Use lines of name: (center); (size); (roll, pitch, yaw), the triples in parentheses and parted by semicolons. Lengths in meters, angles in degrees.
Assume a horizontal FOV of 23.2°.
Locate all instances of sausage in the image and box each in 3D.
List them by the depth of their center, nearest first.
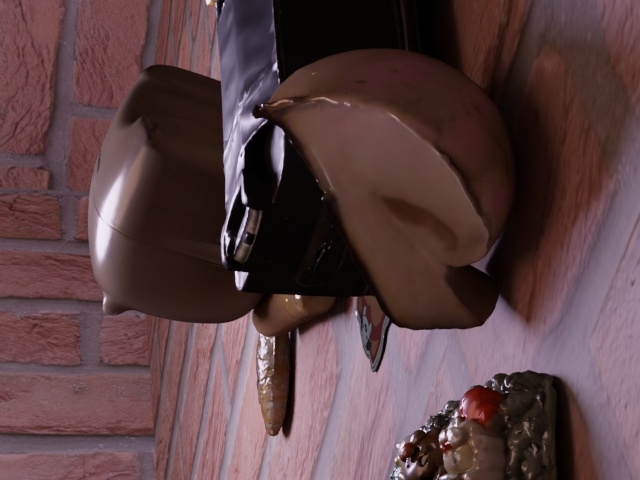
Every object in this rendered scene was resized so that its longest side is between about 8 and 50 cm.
sausage: (-0.031, 0.076, 1.930); (0.301, 0.066, 0.065); (149, 123, -74)

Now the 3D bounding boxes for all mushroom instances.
mushroom: (0.103, -0.066, 1.231); (0.162, 0.173, 0.236); (-8, 120, 48)

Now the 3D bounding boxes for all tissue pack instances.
tissue pack: (-0.175, -0.051, 2.089); (0.387, 0.267, 0.276); (-105, 32, -67)

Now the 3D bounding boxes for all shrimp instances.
shrimp: (-0.064, 0.155, 2.136); (0.126, 0.048, 0.223); (-156, 67, -88)

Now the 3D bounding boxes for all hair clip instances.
hair clip: (0.099, 0.186, 1.233); (0.321, 0.091, 0.138); (125, 148, -67)

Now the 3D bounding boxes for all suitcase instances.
suitcase: (-0.003, -0.160, 1.517); (0.283, 0.194, 0.433); (111, 159, -56)

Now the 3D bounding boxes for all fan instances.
fan: (0.062, 0.029, 1.633); (0.132, 0.009, 0.220); (-108, 22, -52)

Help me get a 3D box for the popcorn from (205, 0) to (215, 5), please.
popcorn: (-0.053, -0.296, 1.853); (0.180, 0.180, 0.170); (106, 157, -48)
